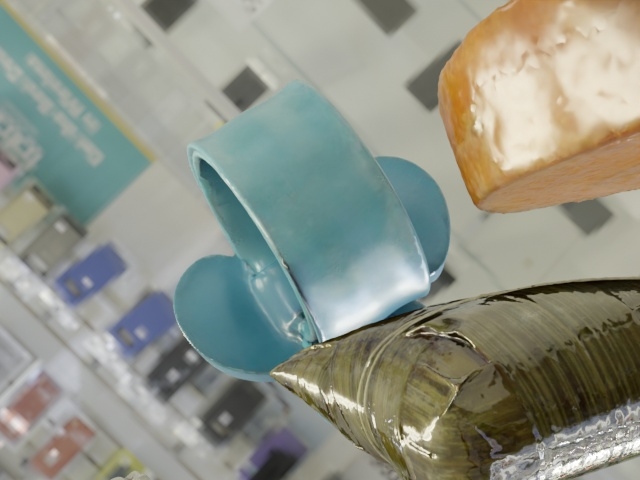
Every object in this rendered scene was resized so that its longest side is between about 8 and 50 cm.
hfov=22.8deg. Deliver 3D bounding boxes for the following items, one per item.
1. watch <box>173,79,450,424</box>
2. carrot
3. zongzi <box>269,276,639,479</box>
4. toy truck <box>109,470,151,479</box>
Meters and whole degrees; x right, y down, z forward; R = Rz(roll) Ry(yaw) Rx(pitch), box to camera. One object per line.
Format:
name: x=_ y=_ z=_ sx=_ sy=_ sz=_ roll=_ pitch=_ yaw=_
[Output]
watch: x=0.000 y=0.000 z=1.056 sx=0.211 sy=0.211 sz=0.193 roll=36 pitch=161 yaw=24
carrot: x=0.202 y=-0.087 z=0.927 sx=0.307 sy=0.258 sz=0.100 roll=148 pitch=115 yaw=-63
zongzi: x=0.092 y=0.053 z=0.713 sx=0.184 sy=0.187 sz=0.084 roll=-166 pitch=65 yaw=-65
toy truck: x=-0.161 y=0.268 z=1.135 sx=0.125 sy=0.101 sz=0.242 roll=47 pitch=143 yaw=20
